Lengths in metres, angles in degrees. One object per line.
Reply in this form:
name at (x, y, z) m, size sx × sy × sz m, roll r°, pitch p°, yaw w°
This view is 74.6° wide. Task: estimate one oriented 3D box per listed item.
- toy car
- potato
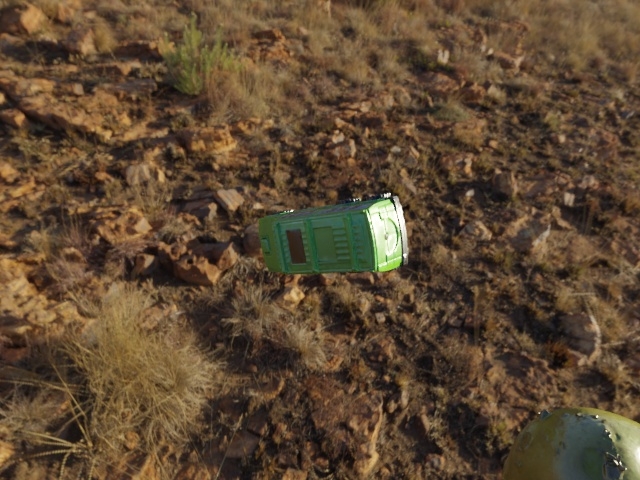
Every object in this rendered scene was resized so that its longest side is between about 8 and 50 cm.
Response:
toy car at (0.000, 0.000, 0.402) m, size 0.165 × 0.071 × 0.062 m, roll -5°, pitch 8°, yaw 37°
potato at (0.456, 0.440, 0.754) m, size 0.219 × 0.359 × 0.270 m, roll -36°, pitch 73°, yaw -29°
